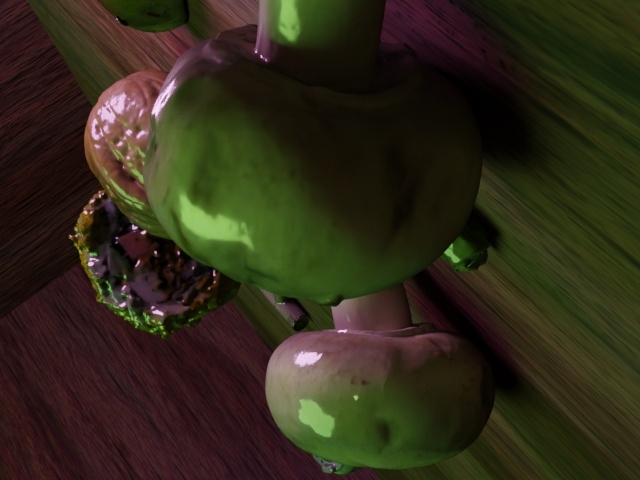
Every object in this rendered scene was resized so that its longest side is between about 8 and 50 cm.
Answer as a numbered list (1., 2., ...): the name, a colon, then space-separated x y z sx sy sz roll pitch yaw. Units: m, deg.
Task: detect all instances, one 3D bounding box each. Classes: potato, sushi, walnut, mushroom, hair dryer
1. potato: -0.295 -0.397 1.516 0.160 0.111 0.272 54 169 8
2. sushi: -0.297 -0.001 2.036 0.351 0.396 0.240 47 165 -6
3. walnut: -0.272 -0.152 1.788 0.313 0.277 0.252 47 -161 9
4. mushroom: 0.054 0.182 1.360 0.356 0.315 0.315 38 165 19
5. mushroom: 0.004 -0.128 0.822 0.314 0.314 0.336 45 136 38
6. hair dryer: -0.122 0.107 2.515 0.195 0.053 0.220 45 166 38

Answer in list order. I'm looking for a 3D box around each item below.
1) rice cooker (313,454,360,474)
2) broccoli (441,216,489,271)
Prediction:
1. rice cooker: 0.076 0.278 1.763 0.241 0.227 0.280 29 133 57
2. broccoli: 0.055 -0.057 1.082 0.304 0.165 0.145 34 130 25
